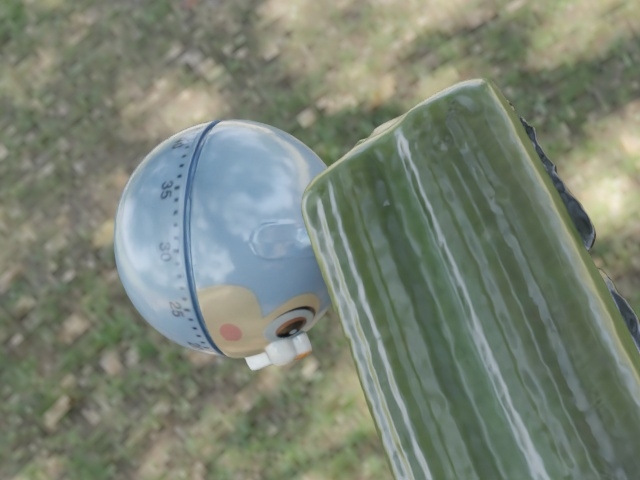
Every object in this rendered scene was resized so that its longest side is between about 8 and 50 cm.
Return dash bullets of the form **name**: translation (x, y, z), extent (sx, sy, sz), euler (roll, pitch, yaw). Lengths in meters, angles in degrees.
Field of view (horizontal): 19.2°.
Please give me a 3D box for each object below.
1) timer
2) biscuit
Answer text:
- **timer**: translation (-0.013, 0.016, 1.240), extent (0.255, 0.175, 0.175), euler (22, 62, 14)
- **biscuit**: translation (0.074, 0.083, 0.598), extent (0.099, 0.038, 0.322), euler (-32, 59, 19)
